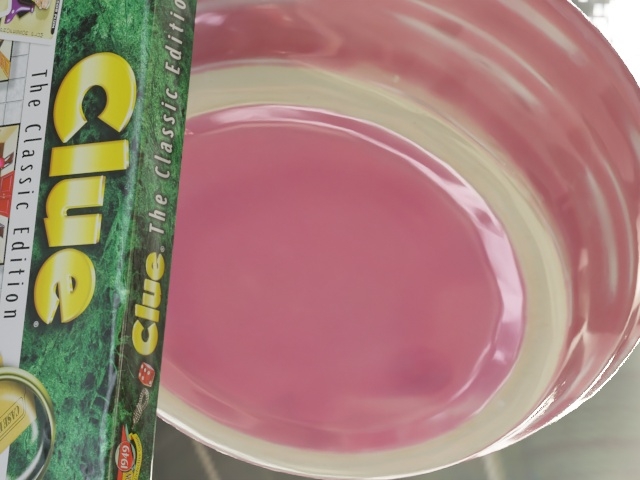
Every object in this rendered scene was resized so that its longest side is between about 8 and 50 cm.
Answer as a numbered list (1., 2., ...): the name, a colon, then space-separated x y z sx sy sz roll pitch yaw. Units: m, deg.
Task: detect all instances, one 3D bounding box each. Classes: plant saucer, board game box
1. plant saucer: 0.000 0.000 0.794 0.084 0.332 0.332 -71 -32 -51
2. board game box: -0.113 -0.011 0.625 0.030 0.136 0.260 24 -113 -56
